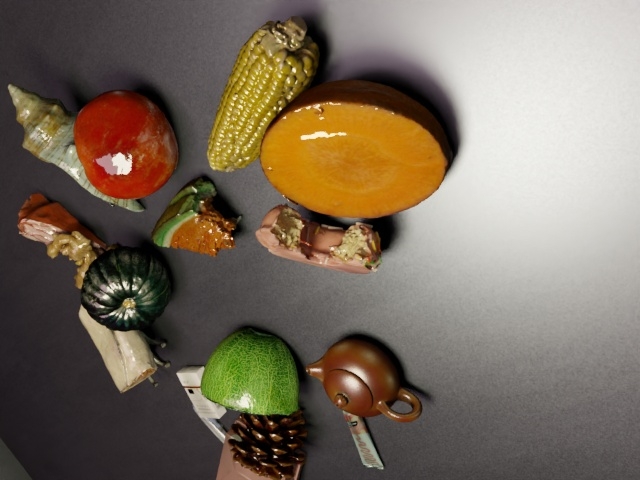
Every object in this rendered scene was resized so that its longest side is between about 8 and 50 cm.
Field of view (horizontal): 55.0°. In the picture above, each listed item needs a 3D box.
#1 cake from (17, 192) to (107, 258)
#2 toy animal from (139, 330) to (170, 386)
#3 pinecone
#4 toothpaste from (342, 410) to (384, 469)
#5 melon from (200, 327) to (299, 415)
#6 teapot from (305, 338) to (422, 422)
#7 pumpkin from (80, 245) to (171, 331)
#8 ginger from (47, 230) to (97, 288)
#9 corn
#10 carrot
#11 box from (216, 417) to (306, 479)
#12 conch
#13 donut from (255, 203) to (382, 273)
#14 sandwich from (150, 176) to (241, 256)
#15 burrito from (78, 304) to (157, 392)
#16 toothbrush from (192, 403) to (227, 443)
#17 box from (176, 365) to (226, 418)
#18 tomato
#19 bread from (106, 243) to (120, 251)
[{"bbox_3d":[-0.704,-0.011,1.681,0.287,0.135,0.098,34,117,2],"label":"cake"},{"bbox_3d":[-0.517,0.299,1.756,0.176,0.073,0.216,28,135,27],"label":"toy animal"},{"bbox_3d":[-0.118,0.477,1.497,0.208,0.208,0.207,18,126,27],"label":"pinecone"},{"bbox_3d":[0.093,0.450,1.424,0.056,0.036,0.205,-4,117,36],"label":"toothpaste"},{"bbox_3d":[-0.179,0.295,1.425,0.265,0.129,0.169,10,89,30],"label":"melon"},{"bbox_3d":[0.088,0.308,1.272,0.252,0.135,0.178,25,132,24],"label":"teapot"},{"bbox_3d":[-0.481,0.121,1.524,0.162,0.221,0.220,-129,29,-58],"label":"pumpkin"},{"bbox_3d":[-0.644,0.059,1.654,0.193,0.052,0.176,25,127,-14],"label":"ginger"},{"bbox_3d":[-0.109,-0.247,1.087,0.130,0.130,0.347,45,136,6],"label":"corn"},{"bbox_3d":[0.057,-0.138,1.005,0.308,0.100,0.258,7,139,15],"label":"carrot"},{"bbox_3d":[-0.168,0.618,1.652,0.215,0.086,0.215,25,117,22],"label":"box"},{"bbox_3d":[-0.543,-0.214,1.404,0.386,0.203,0.169,34,109,-17],"label":"conch"},{"bbox_3d":[0.000,0.000,1.130,0.233,0.085,0.199,14,170,-2],"label":"donut"},{"bbox_3d":[-0.269,-0.034,1.356,0.160,0.109,0.185,39,134,-17],"label":"sandwich"},{"bbox_3d":[-0.545,0.244,1.645,0.143,0.105,0.299,-35,81,36],"label":"burrito"},{"bbox_3d":[-0.224,0.618,1.756,0.413,0.042,0.035,45,134,8],"label":"toothbrush"},{"bbox_3d":[-0.330,0.422,1.710,0.084,0.040,0.154,-9,112,40],"label":"box"},{"bbox_3d":[-0.407,-0.187,1.280,0.201,0.139,0.232,-16,115,0],"label":"tomato"},{"bbox_3d":[-0.532,0.068,1.647,0.094,0.035,0.090,38,132,12],"label":"bread"}]
